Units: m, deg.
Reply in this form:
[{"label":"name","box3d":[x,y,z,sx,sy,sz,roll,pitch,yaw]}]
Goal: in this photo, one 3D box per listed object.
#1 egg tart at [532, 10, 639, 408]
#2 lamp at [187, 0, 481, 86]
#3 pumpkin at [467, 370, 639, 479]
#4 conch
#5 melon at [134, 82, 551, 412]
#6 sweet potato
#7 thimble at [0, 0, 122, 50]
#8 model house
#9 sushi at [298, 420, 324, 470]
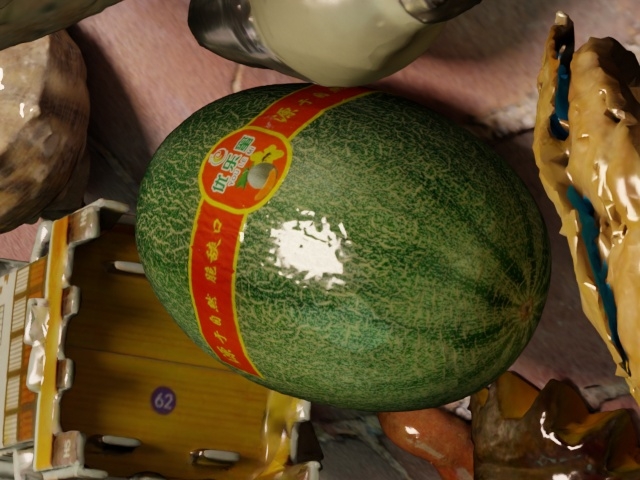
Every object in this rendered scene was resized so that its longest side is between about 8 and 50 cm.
[{"label":"egg tart","box3d":[0.186,0.021,0.735,0.107,0.290,0.290,-21,123,16]},{"label":"lamp","box3d":[-0.001,-0.126,0.848,0.250,0.101,0.101,1,133,56]},{"label":"pumpkin","box3d":[0.175,0.209,1.076,0.254,0.149,0.130,42,161,0]},{"label":"conch","box3d":[-0.260,-0.077,1.181,0.210,0.159,0.291,28,152,21]},{"label":"melon","box3d":[0.000,0.000,0.946,0.288,0.182,0.182,13,142,44]},{"label":"sweet potato","box3d":[0.118,0.173,1.189,0.202,0.055,0.058,36,116,13]},{"label":"thimble","box3d":[-0.202,-0.216,0.789,0.291,0.195,0.291,53,161,28]},{"label":"model house","box3d":[-0.130,0.092,1.161,0.224,0.198,0.215,10,163,-30]},{"label":"sushi","box3d":[-0.109,0.134,1.365,0.273,0.134,0.109,21,120,46]}]
